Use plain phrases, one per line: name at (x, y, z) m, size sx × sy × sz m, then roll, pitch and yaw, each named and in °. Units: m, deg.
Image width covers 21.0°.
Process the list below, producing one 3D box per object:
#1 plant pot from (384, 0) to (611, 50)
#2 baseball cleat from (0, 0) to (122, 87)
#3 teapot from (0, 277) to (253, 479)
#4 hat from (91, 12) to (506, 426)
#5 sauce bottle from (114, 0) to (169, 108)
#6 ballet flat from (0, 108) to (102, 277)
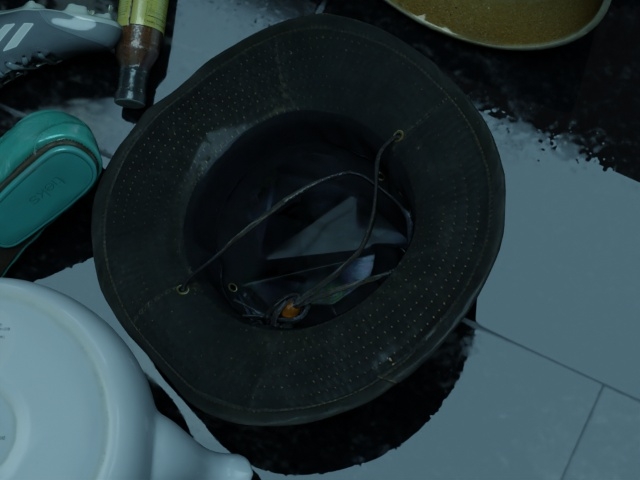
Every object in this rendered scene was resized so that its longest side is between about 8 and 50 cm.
plant pot at (0.155, -0.320, 1.342) m, size 0.237 × 0.237 × 0.254 m, roll 23°, pitch 63°, yaw 7°
baseball cleat at (-0.258, -0.139, 1.380) m, size 0.206 × 0.072 × 0.109 m, roll 3°, pitch 82°, yaw 16°
teapot at (-0.229, 0.156, 1.245) m, size 0.252 × 0.187 × 0.256 m, roll -43°, pitch 72°, yaw -6°
hat at (0.000, 0.000, 1.285) m, size 0.331 × 0.134 × 0.331 m, roll -10°, pitch 62°, yaw 20°
sauce bottle at (-0.147, -0.171, 1.394) m, size 0.042 × 0.042 × 0.128 m, roll 8°, pitch 78°, yaw 4°
ballet flat at (-0.268, -0.013, 1.338) m, size 0.247 × 0.083 × 0.087 m, roll -39°, pitch 33°, yaw 12°
